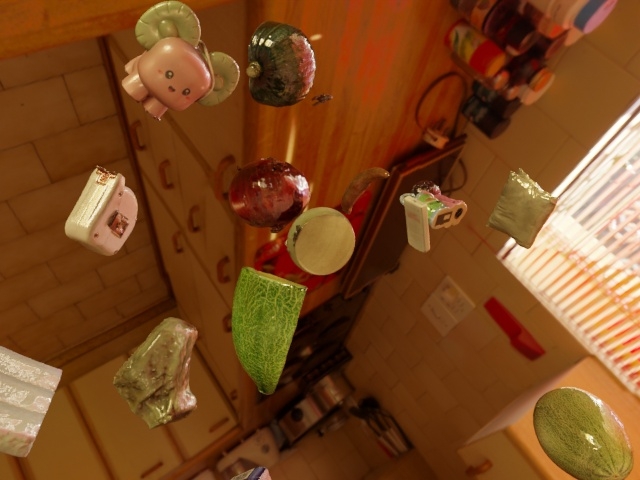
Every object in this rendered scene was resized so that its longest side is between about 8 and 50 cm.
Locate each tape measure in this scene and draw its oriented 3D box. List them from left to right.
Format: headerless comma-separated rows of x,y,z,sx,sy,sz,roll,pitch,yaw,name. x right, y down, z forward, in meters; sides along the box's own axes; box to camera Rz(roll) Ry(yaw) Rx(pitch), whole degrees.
-0.756,-0.090,1.643,0.265,0.130,0.258,79,28,-69,tape measure

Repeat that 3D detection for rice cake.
-0.415,0.149,0.517,0.043,0.127,0.237,-41,118,12,rice cake

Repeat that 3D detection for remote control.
0.312,-0.048,1.495,0.029,0.087,0.190,-28,127,-21,remote control

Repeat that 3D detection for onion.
-0.165,-0.152,1.559,0.276,0.276,0.276,-33,157,-16,onion

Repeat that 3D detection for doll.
-0.381,-0.459,1.224,0.268,0.216,0.284,-32,134,13,doll

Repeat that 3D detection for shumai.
-0.381,0.333,1.208,0.261,0.222,0.225,-52,-176,11,shumai

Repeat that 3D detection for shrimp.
0.001,-0.576,1.888,0.092,0.029,0.038,-22,123,10,shrimp

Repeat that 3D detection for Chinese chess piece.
0.000,0.000,1.536,0.237,0.092,0.238,-8,111,-20,Chinese chess piece

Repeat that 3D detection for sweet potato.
0.122,-0.164,1.413,0.058,0.078,0.255,-11,162,-34,sweet potato

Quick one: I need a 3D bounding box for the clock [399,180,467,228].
0.382,-0.130,1.626,0.194,0.195,0.100,-13,130,-33,clock

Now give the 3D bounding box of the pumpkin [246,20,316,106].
-0.128,-0.640,1.715,0.263,0.197,0.293,-50,147,-46,pumpkin

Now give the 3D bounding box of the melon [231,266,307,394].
-0.126,0.232,1.104,0.124,0.196,0.323,-8,112,-53,melon

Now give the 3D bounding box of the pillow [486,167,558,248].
0.497,-0.077,1.147,0.078,0.134,0.181,-24,142,-23,pillow

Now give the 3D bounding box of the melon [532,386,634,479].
0.457,0.338,0.824,0.139,0.139,0.192,-44,-158,11,melon

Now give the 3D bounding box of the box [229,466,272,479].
-0.087,0.378,0.505,0.071,0.168,0.259,-28,170,4,box
